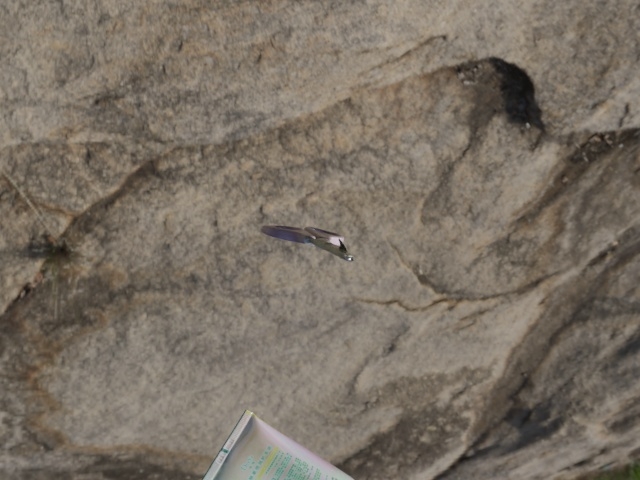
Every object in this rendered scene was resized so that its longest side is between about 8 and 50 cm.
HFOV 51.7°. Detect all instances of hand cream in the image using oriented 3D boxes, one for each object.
[{"bbox_3d":[-0.020,0.218,0.596,0.174,0.047,0.076,34,84,-28],"label":"hand cream"}]

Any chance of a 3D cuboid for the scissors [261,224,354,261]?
[{"bbox_3d":[0.000,0.001,0.792,0.110,0.212,0.021,6,95,-18],"label":"scissors"}]
